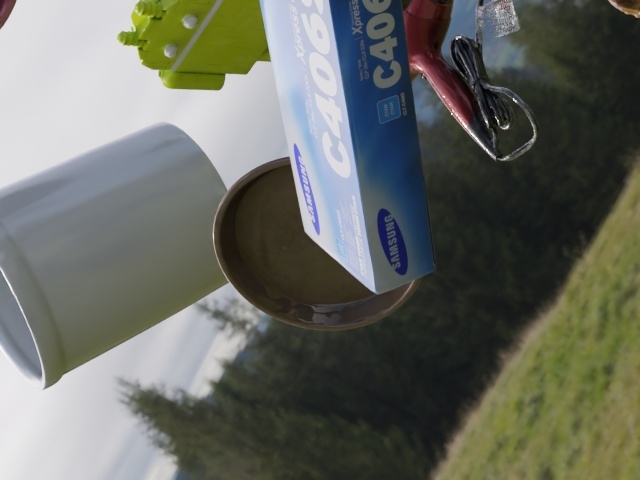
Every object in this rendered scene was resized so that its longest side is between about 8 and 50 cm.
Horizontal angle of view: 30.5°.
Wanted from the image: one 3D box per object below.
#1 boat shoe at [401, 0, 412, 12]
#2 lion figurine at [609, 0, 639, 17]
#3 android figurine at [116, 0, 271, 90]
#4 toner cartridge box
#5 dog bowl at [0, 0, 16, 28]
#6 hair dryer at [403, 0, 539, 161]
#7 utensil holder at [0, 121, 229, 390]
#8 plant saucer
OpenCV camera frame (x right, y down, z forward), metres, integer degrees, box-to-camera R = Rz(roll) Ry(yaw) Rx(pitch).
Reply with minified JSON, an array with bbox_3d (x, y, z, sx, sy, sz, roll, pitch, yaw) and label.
[{"bbox_3d":[0.040,-0.402,1.251,0.095,0.112,0.335,-37,63,48],"label":"boat shoe"},{"bbox_3d":[0.473,-0.483,2.053,0.392,0.240,0.142,-13,-17,-32],"label":"lion figurine"},{"bbox_3d":[-0.138,-0.287,1.572,0.273,0.056,0.248,-3,-27,-38],"label":"android figurine"},{"bbox_3d":[0.023,-0.134,1.149,0.075,0.165,0.348,-22,-57,-18],"label":"toner cartridge box"},{"bbox_3d":[-0.633,-0.455,1.824,0.408,0.150,0.408,-26,-58,-52],"label":"dog bowl"},{"bbox_3d":[0.127,-0.196,1.338,0.293,0.080,0.224,-4,84,58],"label":"hair dryer"},{"bbox_3d":[-0.367,0.012,1.933,0.385,0.327,0.327,-29,-19,-26],"label":"utensil holder"},{"bbox_3d":[0.000,0.000,1.515,0.041,0.278,0.278,-79,11,-53],"label":"plant saucer"}]
